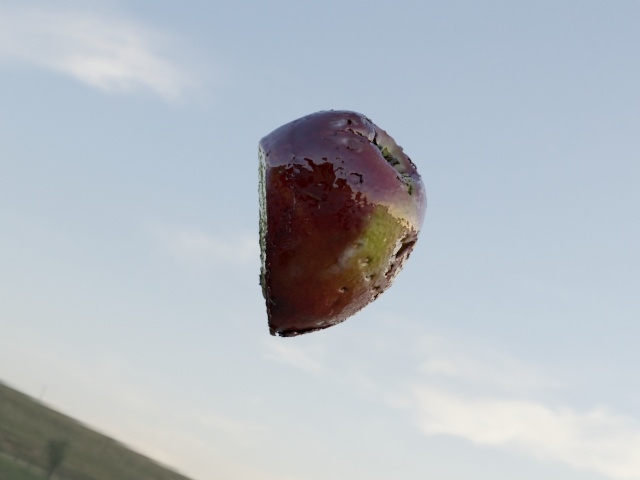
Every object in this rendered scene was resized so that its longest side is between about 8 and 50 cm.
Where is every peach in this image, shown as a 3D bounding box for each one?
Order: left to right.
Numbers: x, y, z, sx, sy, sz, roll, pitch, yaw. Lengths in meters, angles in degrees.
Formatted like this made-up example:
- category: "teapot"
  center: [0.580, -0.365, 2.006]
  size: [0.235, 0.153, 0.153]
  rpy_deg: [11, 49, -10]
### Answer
- category: "peach"
  center: [0.000, 0.000, 0.413]
  size: [0.083, 0.050, 0.077]
  rpy_deg: [-42, -55, 20]
